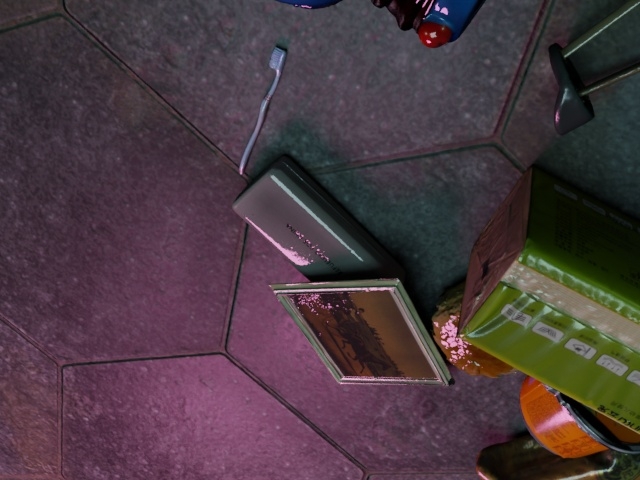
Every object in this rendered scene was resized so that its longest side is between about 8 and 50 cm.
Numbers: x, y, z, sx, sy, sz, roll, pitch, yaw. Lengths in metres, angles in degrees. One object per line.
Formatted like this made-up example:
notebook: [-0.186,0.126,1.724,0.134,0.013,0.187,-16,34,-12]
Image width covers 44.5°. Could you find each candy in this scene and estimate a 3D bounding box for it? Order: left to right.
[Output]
candy: [0.364,0.329,1.140,0.271,0.101,0.143,-19,123,21]

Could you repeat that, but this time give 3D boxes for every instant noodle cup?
instant noodle cup: [0.345,0.211,1.032,0.208,0.177,0.125,21,141,-13]

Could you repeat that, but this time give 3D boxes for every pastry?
pastry: [0.223,0.121,1.053,0.153,0.081,0.153,8,128,10]

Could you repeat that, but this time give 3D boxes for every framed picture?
framed picture: [0.062,0.138,1.104,0.197,0.014,0.252,-5,137,28]

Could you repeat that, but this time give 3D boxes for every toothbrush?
toothbrush: [-0.078,-0.161,1.004,0.019,0.013,0.193,28,127,7]

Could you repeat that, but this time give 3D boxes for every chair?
chair: [0.324,-0.203,0.803,0.222,0.104,0.095,-31,83,27]

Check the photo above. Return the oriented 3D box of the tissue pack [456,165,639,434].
tissue pack: [0.321,0.071,0.914,0.275,0.200,0.167,27,125,-1]

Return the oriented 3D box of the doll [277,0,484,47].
doll: [0.030,-0.318,0.725,0.310,0.240,0.284,32,155,3]

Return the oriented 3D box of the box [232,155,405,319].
box: [0.000,0.000,1.062,0.244,0.055,0.103,44,125,-12]
